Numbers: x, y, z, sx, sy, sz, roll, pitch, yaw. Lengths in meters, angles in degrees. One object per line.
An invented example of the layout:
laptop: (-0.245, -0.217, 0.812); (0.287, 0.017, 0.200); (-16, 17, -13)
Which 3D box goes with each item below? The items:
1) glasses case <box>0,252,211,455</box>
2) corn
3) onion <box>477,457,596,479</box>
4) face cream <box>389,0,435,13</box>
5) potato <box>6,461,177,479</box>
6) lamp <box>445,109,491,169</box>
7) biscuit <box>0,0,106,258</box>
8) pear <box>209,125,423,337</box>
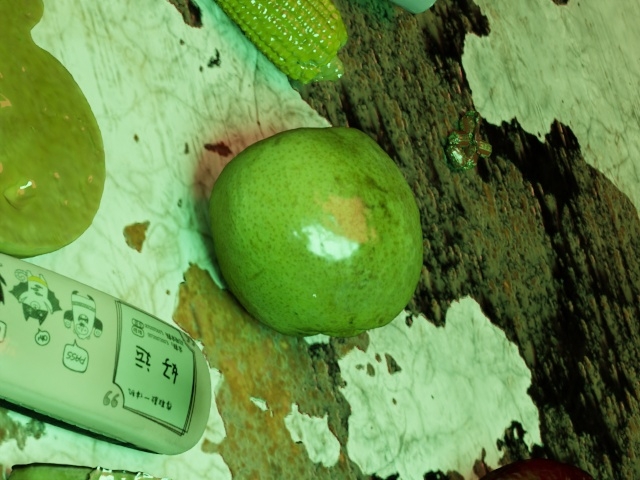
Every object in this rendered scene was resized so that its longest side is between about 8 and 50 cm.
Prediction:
glasses case: (-0.217, 0.098, 1.389); (0.314, 0.075, 0.122); (27, 56, -39)
corn: (-0.064, -0.270, 1.737); (0.262, 0.097, 0.097); (46, 43, -22)
onion: (0.233, 0.372, 1.684); (0.221, 0.281, 0.281); (-19, 86, -8)
face cream: (0.025, -0.365, 1.902); (0.273, 0.096, 0.154); (25, 53, -26)
potato: (-0.140, 0.265, 1.372); (0.261, 0.120, 0.100); (26, 60, -40)
lamp: (0.182, -0.120, 2.004); (0.083, 0.031, 0.063); (-39, 102, -46)
biscuit: (-0.320, -0.144, 1.405); (0.355, 0.052, 0.275); (55, 40, -17)
pear: (0.000, 0.000, 1.600); (0.228, 0.188, 0.211); (-12, 74, -52)
